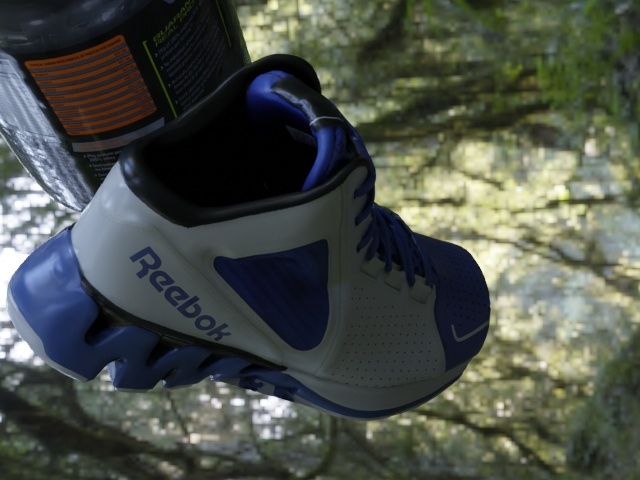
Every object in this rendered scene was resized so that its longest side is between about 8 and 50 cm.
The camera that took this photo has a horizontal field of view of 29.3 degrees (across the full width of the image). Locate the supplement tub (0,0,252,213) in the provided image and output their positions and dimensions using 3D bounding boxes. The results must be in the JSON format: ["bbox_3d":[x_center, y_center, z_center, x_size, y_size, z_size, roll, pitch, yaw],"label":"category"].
[{"bbox_3d":[-0.169,-0.171,0.874,0.338,0.207,0.207,76,-161,-64],"label":"supplement tub"}]

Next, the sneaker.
[{"bbox_3d":[-0.001,0.000,0.708,0.315,0.182,0.127,6,-138,-37],"label":"sneaker"}]
